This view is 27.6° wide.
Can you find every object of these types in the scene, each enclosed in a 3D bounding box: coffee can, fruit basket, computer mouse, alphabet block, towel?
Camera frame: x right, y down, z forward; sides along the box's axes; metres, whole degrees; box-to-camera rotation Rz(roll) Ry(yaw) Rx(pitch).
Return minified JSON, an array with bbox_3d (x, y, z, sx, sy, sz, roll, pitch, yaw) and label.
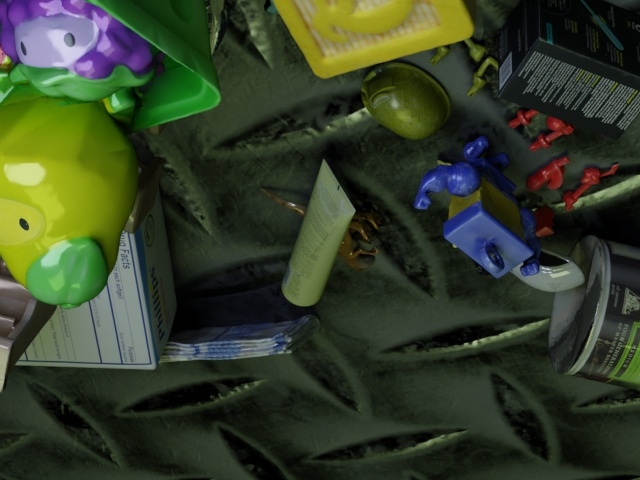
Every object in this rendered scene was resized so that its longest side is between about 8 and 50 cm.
[{"bbox_3d":[0.484,0.119,1.827,0.275,0.201,0.201,13,139,-6],"label":"coffee can"},{"bbox_3d":[-0.294,-0.133,1.308,0.392,0.392,0.283,-22,143,29],"label":"fruit basket"},{"bbox_3d":[0.276,0.033,1.816,0.193,0.042,0.106,18,150,39],"label":"computer mouse"},{"bbox_3d":[0.052,-0.322,1.388,0.192,0.197,0.193,-15,134,22],"label":"alphabet block"},{"bbox_3d":[-0.155,0.149,1.987,0.285,0.209,0.034,-5,95,15],"label":"towel"}]

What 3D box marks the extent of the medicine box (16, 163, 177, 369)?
[{"bbox_3d":[-0.371,0.036,1.854,0.289,0.149,0.263,1,126,6],"label":"medicine box"}]

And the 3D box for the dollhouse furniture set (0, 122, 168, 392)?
[{"bbox_3d":[-0.395,-0.061,1.570,0.362,0.256,0.394,15,111,0],"label":"dollhouse furniture set"}]

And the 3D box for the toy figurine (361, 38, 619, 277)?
[{"bbox_3d":[0.215,-0.067,1.641,0.191,0.217,0.362,-29,128,34],"label":"toy figurine"}]

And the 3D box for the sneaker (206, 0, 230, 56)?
[{"bbox_3d":[-0.141,-0.280,1.583,0.058,0.052,0.135,17,131,3],"label":"sneaker"}]

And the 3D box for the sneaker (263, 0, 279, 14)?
[{"bbox_3d":[-0.057,-0.319,1.510,0.073,0.063,0.162,-1,138,14],"label":"sneaker"}]

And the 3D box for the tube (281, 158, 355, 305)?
[{"bbox_3d":[0.000,0.000,1.793,0.070,0.062,0.240,24,140,5],"label":"tube"}]

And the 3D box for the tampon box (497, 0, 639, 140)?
[{"bbox_3d":[0.302,-0.213,1.534,0.161,0.120,0.101,19,137,-13],"label":"tampon box"}]

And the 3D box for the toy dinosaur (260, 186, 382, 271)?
[{"bbox_3d":[0.020,-0.012,1.847,0.112,0.064,0.211,-23,130,31],"label":"toy dinosaur"}]
